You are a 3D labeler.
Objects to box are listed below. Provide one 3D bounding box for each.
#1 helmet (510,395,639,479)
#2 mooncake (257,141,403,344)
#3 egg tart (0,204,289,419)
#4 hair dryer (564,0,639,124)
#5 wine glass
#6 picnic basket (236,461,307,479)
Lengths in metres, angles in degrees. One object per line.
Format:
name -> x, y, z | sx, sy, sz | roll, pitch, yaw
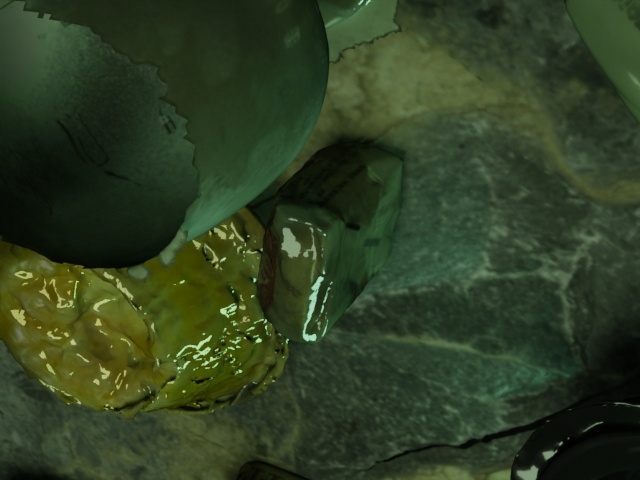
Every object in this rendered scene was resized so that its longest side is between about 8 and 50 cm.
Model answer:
helmet -> 0.288, 0.201, 1.168 | 0.279, 0.160, 0.230 | 44, 133, 5
mooncake -> 0.000, 0.000, 1.172 | 0.073, 0.125, 0.130 | 22, 129, 22
egg tart -> -0.170, 0.039, 1.265 | 0.315, 0.120, 0.315 | 17, 133, 20
hair dryer -> 0.322, -0.110, 0.931 | 0.298, 0.119, 0.296 | -27, 92, 33
wine glass -> -0.091, -0.134, 0.985 | 0.238, 0.323, 0.238 | 14, 130, 18
picnic basket -> 0.012, 0.372, 1.411 | 0.313, 0.175, 0.228 | 21, 131, 10
